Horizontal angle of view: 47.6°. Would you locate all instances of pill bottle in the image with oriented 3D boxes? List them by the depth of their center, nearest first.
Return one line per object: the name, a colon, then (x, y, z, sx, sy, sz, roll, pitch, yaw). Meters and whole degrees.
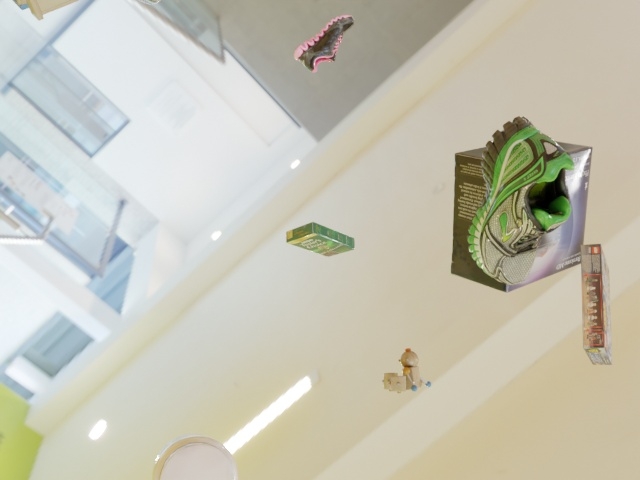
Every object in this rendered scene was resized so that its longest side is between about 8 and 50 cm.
pill bottle: (-0.244, 0.458, 1.404, 0.160, 0.160, 0.283, -53, -178, -18)

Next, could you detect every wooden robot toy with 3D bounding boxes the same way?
wooden robot toy: (0.158, 0.246, 1.386, 0.076, 0.173, 0.079, -5, -98, 24)

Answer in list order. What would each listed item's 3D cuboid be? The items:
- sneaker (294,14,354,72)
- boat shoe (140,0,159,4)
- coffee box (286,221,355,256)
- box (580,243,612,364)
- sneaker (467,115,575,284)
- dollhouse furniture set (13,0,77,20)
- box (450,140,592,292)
sneaker: (0.015, -0.331, 1.228, 0.119, 0.057, 0.047, -38, 169, 7)
boat shoe: (-0.271, -0.466, 1.135, 0.116, 0.123, 0.324, -63, -158, -9)
coffee box: (0.000, 0.000, 2.123, 0.113, 0.184, 0.040, -17, -116, 38)
box: (0.357, 0.084, 0.937, 0.027, 0.094, 0.137, -4, -114, 26)
sneaker: (0.352, -0.037, 1.271, 0.134, 0.344, 0.146, -26, -132, -17)
dollhouse furniture set: (-0.589, -0.647, 1.500, 0.198, 0.286, 0.303, -32, -131, -20)
box: (0.468, -0.068, 1.685, 0.296, 0.294, 0.182, -15, -156, -35)
